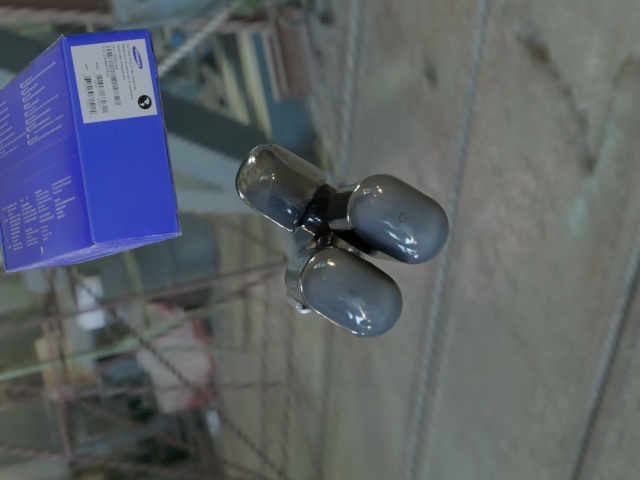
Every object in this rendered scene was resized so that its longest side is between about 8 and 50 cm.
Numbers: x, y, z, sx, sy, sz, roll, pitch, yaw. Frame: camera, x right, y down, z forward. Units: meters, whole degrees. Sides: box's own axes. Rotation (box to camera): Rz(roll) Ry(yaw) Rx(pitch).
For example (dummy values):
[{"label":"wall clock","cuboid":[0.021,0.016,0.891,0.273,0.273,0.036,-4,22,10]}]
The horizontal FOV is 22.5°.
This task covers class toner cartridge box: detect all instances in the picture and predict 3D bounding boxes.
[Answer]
[{"label":"toner cartridge box","cuboid":[-0.213,-0.066,1.370,0.348,0.075,0.165,170,93,-68]}]

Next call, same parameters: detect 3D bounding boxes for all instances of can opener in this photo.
[{"label":"can opener","cuboid":[0.000,0.000,0.785,0.074,0.093,0.280,-59,8,-1]}]
